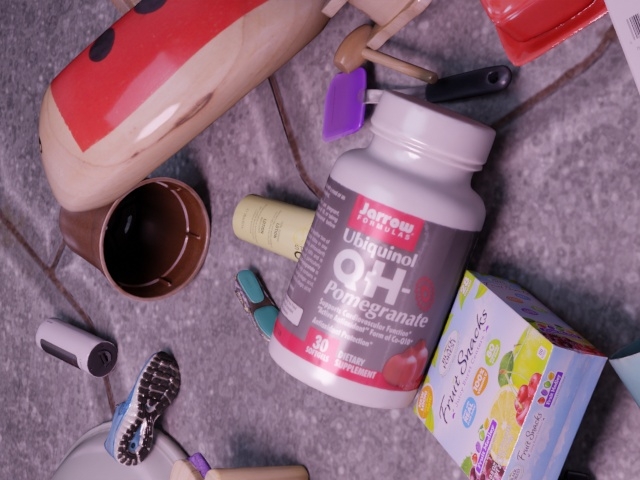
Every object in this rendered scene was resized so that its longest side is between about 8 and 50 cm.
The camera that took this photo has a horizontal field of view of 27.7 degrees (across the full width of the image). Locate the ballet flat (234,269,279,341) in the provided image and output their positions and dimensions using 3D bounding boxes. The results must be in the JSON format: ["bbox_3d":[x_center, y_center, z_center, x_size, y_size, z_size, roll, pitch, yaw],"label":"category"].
[{"bbox_3d":[-0.077,0.090,1.652,0.041,0.041,0.114,-48,56,30],"label":"ballet flat"}]

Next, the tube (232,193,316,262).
[{"bbox_3d":[0.000,0.000,1.568,0.240,0.062,0.070,20,142,34],"label":"tube"}]

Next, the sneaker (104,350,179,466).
[{"bbox_3d":[-0.251,0.222,1.759,0.073,0.063,0.162,6,65,49],"label":"sneaker"}]

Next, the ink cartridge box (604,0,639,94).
[{"bbox_3d":[0.349,-0.249,1.214,0.160,0.092,0.220,-25,69,26],"label":"ink cartridge box"}]

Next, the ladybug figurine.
[{"bbox_3d":[-0.170,-0.215,1.562,0.449,0.305,0.162,-38,98,9],"label":"ladybug figurine"}]

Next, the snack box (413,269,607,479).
[{"bbox_3d":[0.185,0.148,1.319,0.207,0.070,0.175,-133,59,-65],"label":"snack box"}]

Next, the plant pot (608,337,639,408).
[{"bbox_3d":[0.414,0.137,1.020,0.293,0.293,0.235,-31,82,38],"label":"plant pot"}]

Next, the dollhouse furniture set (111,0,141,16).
[{"bbox_3d":[-0.239,-0.523,1.649,0.256,0.362,0.394,-35,93,34],"label":"dollhouse furniture set"}]

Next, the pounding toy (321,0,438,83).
[{"bbox_3d":[0.107,-0.280,1.441,0.154,0.154,0.269,-59,11,-19],"label":"pounding toy"}]

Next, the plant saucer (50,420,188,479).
[{"bbox_3d":[-0.299,0.449,1.785,0.400,0.100,0.401,-5,83,44],"label":"plant saucer"}]

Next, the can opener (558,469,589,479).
[{"bbox_3d":[0.234,0.219,1.336,0.059,0.073,0.186,127,140,-72],"label":"can opener"}]

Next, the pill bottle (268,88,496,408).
[{"bbox_3d":[0.074,0.007,1.410,0.176,0.176,0.319,29,104,41],"label":"pill bottle"}]

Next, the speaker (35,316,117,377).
[{"bbox_3d":[-0.356,0.155,1.894,0.136,0.055,0.055,18,99,42],"label":"speaker"}]

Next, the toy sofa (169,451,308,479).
[{"bbox_3d":[-0.121,0.443,1.582,0.177,0.150,0.363,34,110,45],"label":"toy sofa"}]

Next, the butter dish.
[{"bbox_3d":[0.212,-0.288,1.347,0.160,0.118,0.160,-31,65,38],"label":"butter dish"}]

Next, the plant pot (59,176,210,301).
[{"bbox_3d":[-0.263,-0.016,1.758,0.165,0.167,0.167,18,99,51],"label":"plant pot"}]

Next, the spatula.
[{"bbox_3d":[0.102,-0.170,1.502,0.296,0.030,0.084,-4,78,43],"label":"spatula"}]
